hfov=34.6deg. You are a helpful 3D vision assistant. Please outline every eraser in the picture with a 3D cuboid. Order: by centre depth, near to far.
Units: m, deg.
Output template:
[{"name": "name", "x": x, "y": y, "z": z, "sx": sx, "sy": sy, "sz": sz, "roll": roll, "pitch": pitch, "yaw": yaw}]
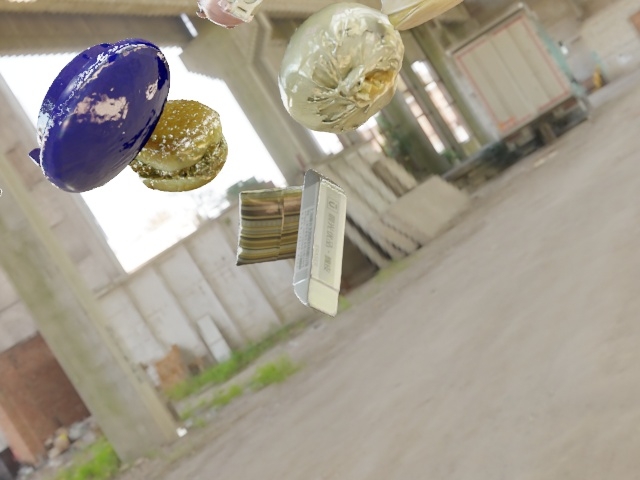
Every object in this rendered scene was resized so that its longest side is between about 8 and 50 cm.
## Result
[{"name": "eraser", "x": 0.000, "y": 0.000, "z": 2.139, "sx": 0.061, "sy": 0.089, "sz": 0.352, "roll": -27, "pitch": 47, "yaw": 42}]

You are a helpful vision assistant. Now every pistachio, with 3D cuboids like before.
[{"name": "pistachio", "x": 0.197, "y": -0.473, "z": 1.910, "sx": 0.200, "sy": 0.117, "sz": 0.145, "roll": -26, "pitch": 16, "yaw": 22}]

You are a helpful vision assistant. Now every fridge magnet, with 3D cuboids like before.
[{"name": "fridge magnet", "x": -0.331, "y": -0.193, "z": 1.566, "sx": 0.265, "sy": 0.112, "sz": 0.265, "roll": -50, "pitch": -16, "yaw": -20}]

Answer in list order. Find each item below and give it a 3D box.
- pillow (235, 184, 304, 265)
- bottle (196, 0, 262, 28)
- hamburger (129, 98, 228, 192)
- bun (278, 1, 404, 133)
[{"name": "pillow", "x": -0.096, "y": -0.036, "z": 2.423, "sx": 0.208, "sy": 0.052, "sz": 0.212, "roll": -8, "pitch": -53, "yaw": -22}, {"name": "bottle", "x": -0.125, "y": -0.471, "z": 1.750, "sx": 0.237, "sy": 0.147, "sz": 0.147, "roll": -55, "pitch": -5, "yaw": 14}, {"name": "hamburger", "x": -0.277, "y": -0.196, "z": 2.015, "sx": 0.122, "sy": 0.215, "sz": 0.189, "roll": 80, "pitch": -152, "yaw": -48}, {"name": "bun", "x": 0.056, "y": -0.328, "z": 2.051, "sx": 0.287, "sy": 0.146, "sz": 0.287, "roll": -20, "pitch": -40, "yaw": -18}]
